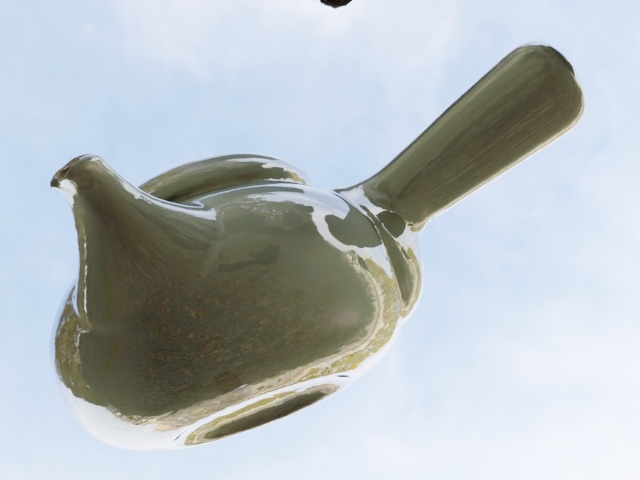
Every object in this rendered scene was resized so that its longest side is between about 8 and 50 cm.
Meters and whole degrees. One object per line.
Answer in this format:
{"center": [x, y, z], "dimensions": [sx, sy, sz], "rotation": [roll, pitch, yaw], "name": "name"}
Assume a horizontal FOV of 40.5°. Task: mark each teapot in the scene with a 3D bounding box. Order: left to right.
{"center": [-0.003, 0.012, 0.513], "dimensions": [0.318, 0.149, 0.220], "rotation": [-16, -17, -22], "name": "teapot"}

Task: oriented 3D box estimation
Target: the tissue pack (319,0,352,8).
{"center": [-0.099, -0.393, 0.814], "dimensions": [0.259, 0.361, 0.122], "rotation": [7, -43, -25], "name": "tissue pack"}
